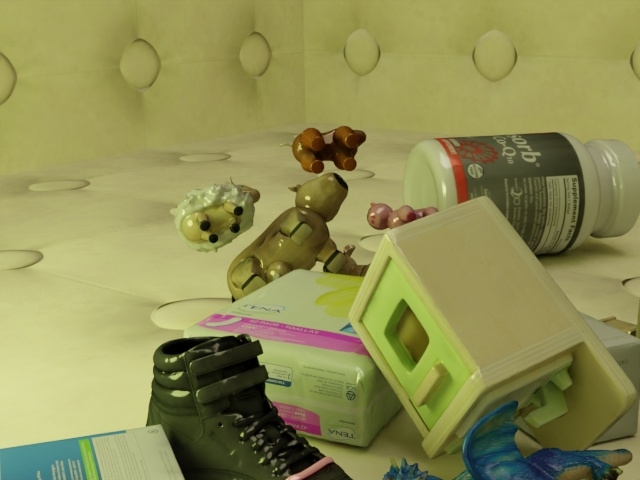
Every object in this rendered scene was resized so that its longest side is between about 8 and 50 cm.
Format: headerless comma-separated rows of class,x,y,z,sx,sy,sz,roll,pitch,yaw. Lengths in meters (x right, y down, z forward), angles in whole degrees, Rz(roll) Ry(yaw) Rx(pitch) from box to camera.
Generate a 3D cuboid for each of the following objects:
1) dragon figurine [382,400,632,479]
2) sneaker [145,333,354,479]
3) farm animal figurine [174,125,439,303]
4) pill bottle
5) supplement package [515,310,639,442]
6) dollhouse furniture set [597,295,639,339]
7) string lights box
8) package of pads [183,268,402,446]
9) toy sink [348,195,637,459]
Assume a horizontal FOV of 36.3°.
dragon figurine,0.153,0.190,0.785,0.144,0.085,0.289,30,36,27
sneaker,-0.058,0.166,0.851,0.296,0.147,0.104,14,18,41
farm animal figurine,0.000,0.000,1.383,0.327,0.330,0.172,-32,22,-5
pill bottle,0.340,-0.077,1.661,0.363,0.210,0.210,-5,15,-14
supplement package,0.241,0.134,1.040,0.105,0.105,0.179,-7,15,-21
dollhouse furniture set,0.374,0.101,1.145,0.161,0.101,0.182,-8,15,-38
string lights box,-0.243,0.223,0.781,0.259,0.077,0.133,-6,14,-17
package of pads,0.001,0.122,1.118,0.229,0.101,0.296,7,16,25
toy sink,0.144,0.106,0.902,0.131,0.153,0.234,-20,63,-26
